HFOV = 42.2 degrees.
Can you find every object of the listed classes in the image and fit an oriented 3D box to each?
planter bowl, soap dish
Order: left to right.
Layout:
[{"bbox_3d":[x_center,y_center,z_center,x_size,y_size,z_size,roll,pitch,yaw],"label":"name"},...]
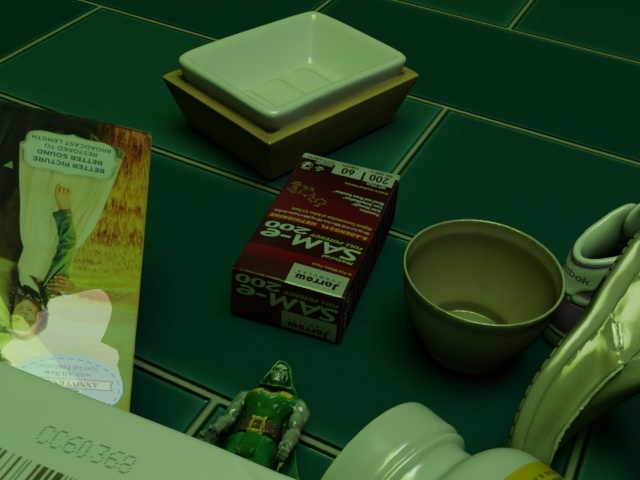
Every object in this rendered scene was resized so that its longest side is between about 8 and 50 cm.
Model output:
[{"bbox_3d":[-0.040,-0.213,1.182,0.290,0.118,0.229,-30,50,-34],"label":"soap dish"},{"bbox_3d":[0.161,0.069,0.864,0.162,0.109,0.162,2,40,-2],"label":"planter bowl"}]

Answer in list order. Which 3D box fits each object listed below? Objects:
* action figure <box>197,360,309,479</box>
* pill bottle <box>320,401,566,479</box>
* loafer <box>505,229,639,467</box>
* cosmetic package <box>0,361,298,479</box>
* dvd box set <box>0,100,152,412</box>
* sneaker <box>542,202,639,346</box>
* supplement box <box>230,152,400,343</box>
[{"bbox_3d":[-0.064,0.193,0.734,0.137,0.064,0.232,9,36,10],"label":"action figure"},{"bbox_3d":[0.148,0.266,0.560,0.188,0.188,0.334,-28,50,-33],"label":"pill bottle"},{"bbox_3d":[0.260,0.114,0.754,0.092,0.102,0.268,32,84,20],"label":"loafer"},{"bbox_3d":[-0.111,0.254,0.397,0.217,0.385,0.156,16,39,17],"label":"cosmetic package"},{"bbox_3d":[-0.311,0.056,0.704,0.307,0.062,0.421,11,56,-20],"label":"dvd box set"},{"bbox_3d":[0.382,0.026,0.899,0.282,0.161,0.102,-13,41,-22],"label":"sneaker"},{"bbox_3d":[0.000,0.000,0.962,0.130,0.073,0.239,14,41,11],"label":"supplement box"}]
